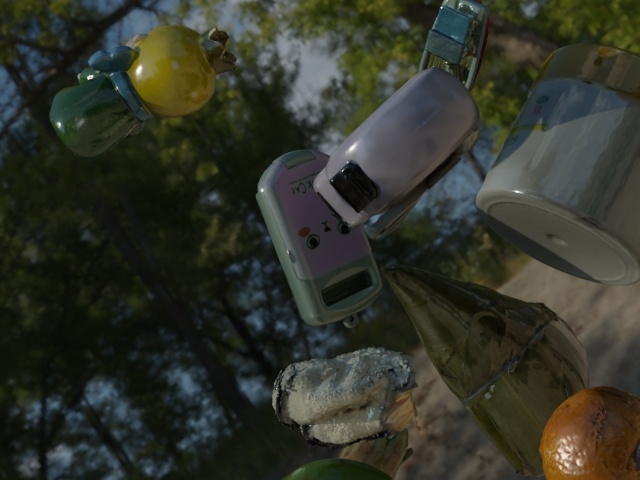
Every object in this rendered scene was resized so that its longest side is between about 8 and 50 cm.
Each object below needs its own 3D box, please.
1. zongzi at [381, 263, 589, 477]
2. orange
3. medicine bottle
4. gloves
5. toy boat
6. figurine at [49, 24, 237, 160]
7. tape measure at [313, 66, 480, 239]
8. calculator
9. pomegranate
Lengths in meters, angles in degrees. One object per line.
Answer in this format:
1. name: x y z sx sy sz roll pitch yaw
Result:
1. zongzi: 0.252 0.128 1.693 0.174 0.393 0.356 -42 6 19
2. orange: 0.271 0.206 1.055 0.135 0.136 0.117 -29 8 -27
3. medicine bottle: 0.350 -0.095 1.425 0.232 0.238 0.238 -60 -7 -13
4. gloves: 0.026 0.165 1.156 0.153 0.070 0.114 -9 -49 -4
5. toy boat: 0.149 -0.208 1.289 0.059 0.069 0.173 -37 -29 -44
6. figurine: -0.215 -0.194 1.375 0.234 0.127 0.185 -38 9 4
7. tape measure: 0.088 -0.093 1.179 0.196 0.105 0.178 -42 0 0
8. calculator: 0.000 0.000 1.459 0.141 0.246 0.045 -22 3 -41
9. pomegranate: 0.030 0.347 1.364 0.236 0.236 0.302 -46 18 41
